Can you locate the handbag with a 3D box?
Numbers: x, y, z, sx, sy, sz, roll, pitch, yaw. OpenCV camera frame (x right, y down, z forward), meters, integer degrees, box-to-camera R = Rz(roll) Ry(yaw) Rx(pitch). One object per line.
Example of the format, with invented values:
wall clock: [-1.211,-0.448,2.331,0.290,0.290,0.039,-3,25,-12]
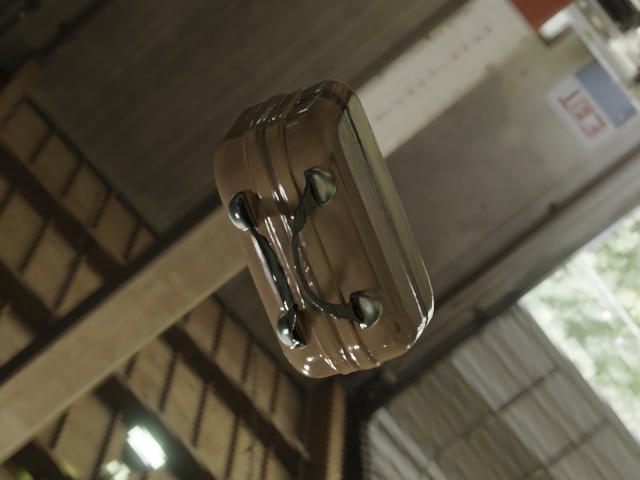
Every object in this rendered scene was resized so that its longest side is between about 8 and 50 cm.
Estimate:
handbag: [0.000,0.000,1.565,0.283,0.149,0.302,-50,-58,-68]
